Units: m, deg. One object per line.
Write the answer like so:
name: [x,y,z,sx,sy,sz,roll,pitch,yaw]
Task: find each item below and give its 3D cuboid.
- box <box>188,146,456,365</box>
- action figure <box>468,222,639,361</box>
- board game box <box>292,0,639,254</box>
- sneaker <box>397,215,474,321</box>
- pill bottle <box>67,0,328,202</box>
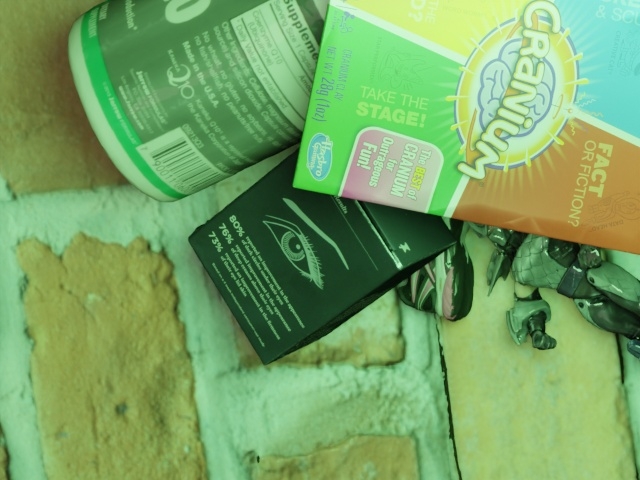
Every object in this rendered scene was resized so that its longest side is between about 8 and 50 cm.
box: [0.000,0.000,1.899,0.207,0.108,0.153,-35,82,36]
action figure: [0.258,0.046,1.852,0.285,0.099,0.185,32,146,9]
board game box: [0.153,-0.136,1.715,0.316,0.064,0.242,11,102,-1]
sneaker: [0.104,-0.012,1.924,0.077,0.072,0.178,6,96,26]
pill bottle: [-0.037,-0.196,1.856,0.361,0.204,0.204,-25,92,16]
